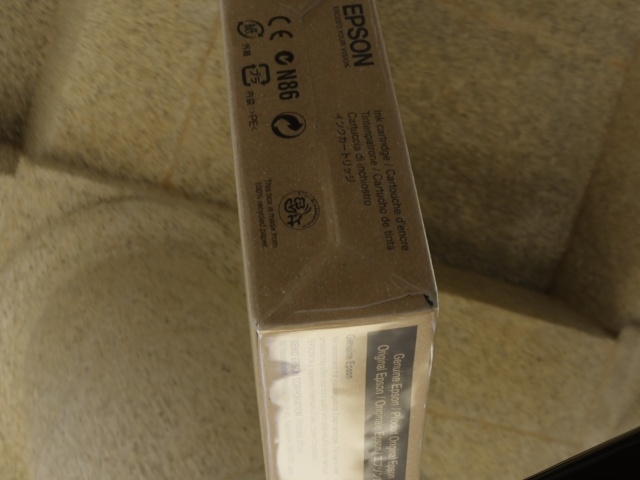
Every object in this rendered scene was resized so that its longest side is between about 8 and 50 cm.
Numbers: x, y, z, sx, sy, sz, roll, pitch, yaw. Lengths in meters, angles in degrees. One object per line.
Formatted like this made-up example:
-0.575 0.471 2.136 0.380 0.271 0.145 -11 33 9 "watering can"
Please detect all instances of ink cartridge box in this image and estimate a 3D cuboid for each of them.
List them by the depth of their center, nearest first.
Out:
0.000 0.000 0.718 0.088 0.235 0.193 -7 -36 -3 "ink cartridge box"

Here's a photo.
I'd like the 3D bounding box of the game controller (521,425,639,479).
0.076 0.160 0.409 0.319 0.067 0.167 -25 -104 2 "game controller"
